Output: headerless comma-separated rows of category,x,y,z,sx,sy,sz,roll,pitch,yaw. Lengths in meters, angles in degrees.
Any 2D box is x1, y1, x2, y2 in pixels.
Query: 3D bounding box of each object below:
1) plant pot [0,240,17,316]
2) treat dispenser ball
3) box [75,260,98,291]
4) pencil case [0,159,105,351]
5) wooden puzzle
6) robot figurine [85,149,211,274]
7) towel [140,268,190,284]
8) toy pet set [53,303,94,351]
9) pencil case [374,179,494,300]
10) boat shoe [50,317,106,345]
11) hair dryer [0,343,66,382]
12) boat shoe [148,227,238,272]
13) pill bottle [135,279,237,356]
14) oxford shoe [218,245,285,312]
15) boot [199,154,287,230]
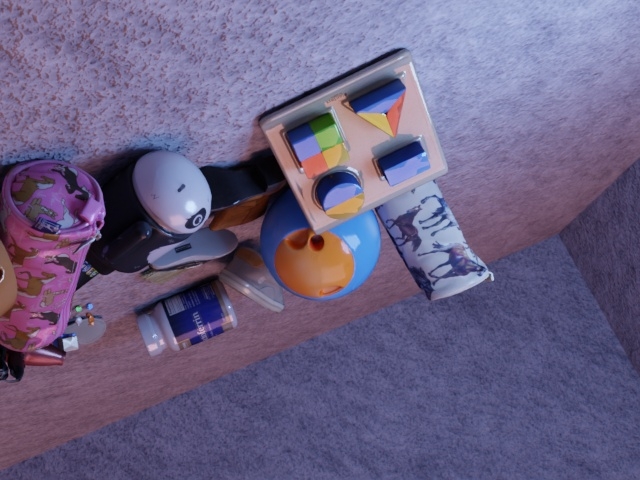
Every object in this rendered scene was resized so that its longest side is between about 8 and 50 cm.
plant pot,-0.622,0.063,1.255,0.203,0.291,0.291,-34,173,-41
treat dispenser ball,0.000,0.000,1.902,0.288,0.288,0.288,-23,164,-7
box,-0.569,0.082,1.687,0.184,0.045,0.190,-40,166,-9
pencil case,-0.495,0.037,1.401,0.160,0.167,0.386,-7,146,-35
wooden puzzle,0.085,-0.175,1.612,0.322,0.080,0.348,-26,134,1
robot figurine,-0.328,-0.046,1.473,0.278,0.209,0.173,-32,150,24
towel,-0.376,0.070,2.037,0.148,0.027,0.110,-28,165,10
toy pet set,-0.645,0.225,2.037,0.122,0.114,0.065,-9,-176,-40
pencil case,0.244,-0.051,1.892,0.183,0.410,0.160,-28,175,-7
boat shoe,-0.666,0.241,2.123,0.065,0.075,0.206,16,-163,34
hair dryer,-0.722,0.283,1.876,0.293,0.223,0.080,1,118,-61
boat shoe,-0.308,0.025,1.923,0.219,0.077,0.070,-12,160,-14
pill bottle,-0.384,0.226,2.290,0.265,0.153,0.153,-22,164,-11
oxford shoe,-0.170,0.113,2.289,0.130,0.169,0.449,-61,167,-7
boot,-0.213,-0.087,1.742,0.264,0.096,0.280,-26,173,-24
